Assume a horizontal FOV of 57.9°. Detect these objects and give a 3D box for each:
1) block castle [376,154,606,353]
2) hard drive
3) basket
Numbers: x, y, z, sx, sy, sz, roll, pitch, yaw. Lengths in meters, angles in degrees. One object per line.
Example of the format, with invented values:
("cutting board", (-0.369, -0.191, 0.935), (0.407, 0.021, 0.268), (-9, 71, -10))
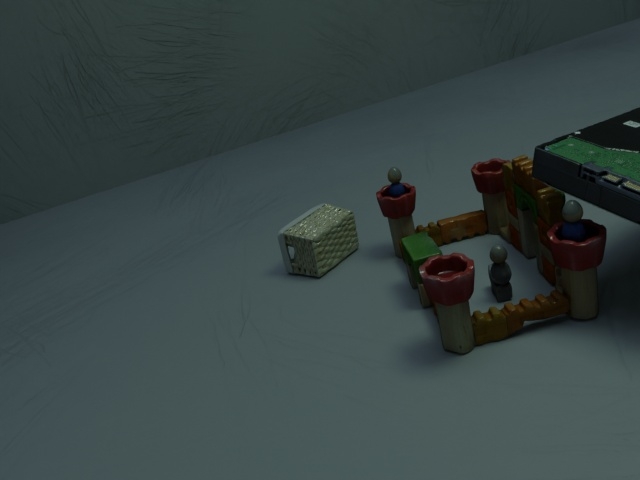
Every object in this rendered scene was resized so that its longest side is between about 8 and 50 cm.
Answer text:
("block castle", (0.293, -0.019, 1.080), (0.303, 0.213, 0.453), (-14, 24, 1))
("hard drive", (0.538, -0.129, 0.905), (0.339, 0.064, 0.237), (-21, 35, -25))
("basket", (0.000, 0.000, 1.333), (0.103, 0.113, 0.167), (14, 36, 40))
